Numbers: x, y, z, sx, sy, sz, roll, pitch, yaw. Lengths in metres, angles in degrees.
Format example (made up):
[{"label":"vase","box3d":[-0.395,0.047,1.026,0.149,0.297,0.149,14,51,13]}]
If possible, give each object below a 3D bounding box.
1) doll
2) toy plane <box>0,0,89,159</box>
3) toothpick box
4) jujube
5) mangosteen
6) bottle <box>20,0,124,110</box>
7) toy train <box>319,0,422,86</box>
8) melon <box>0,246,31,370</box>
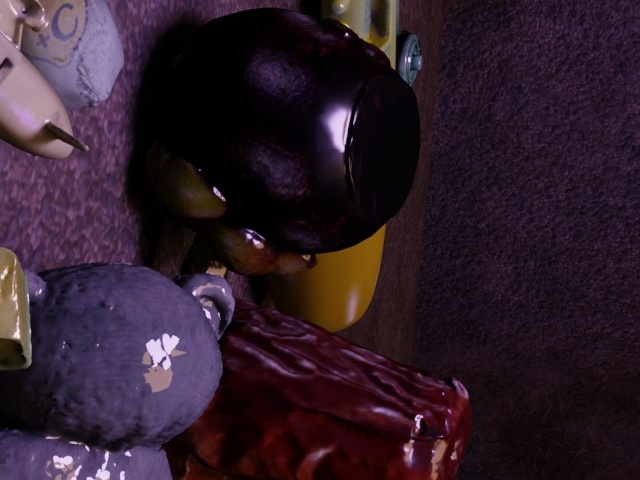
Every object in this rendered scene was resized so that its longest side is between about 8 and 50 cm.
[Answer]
[{"label":"doll","box3d":[-0.204,0.165,0.761,0.245,0.158,0.340,13,103,-46]},{"label":"toy plane","box3d":[-0.197,-0.108,0.544,0.229,0.092,0.244,-55,143,-12]},{"label":"toothpick box","box3d":[0.000,0.000,1.371,0.271,0.175,0.175,88,17,-50]},{"label":"jujube","box3d":[-0.037,0.163,0.938,0.216,0.342,0.216,5,90,-79]},{"label":"mangosteen","box3d":[-0.037,-0.081,1.012,0.287,0.233,0.288,10,90,-71]},{"label":"bottle","box3d":[-0.192,-0.187,0.610,0.270,0.083,0.083,73,29,-53]},{"label":"toy train","box3d":[0.052,-0.318,1.442,0.237,0.150,0.369,-54,150,-50]},{"label":"melon","box3d":[-0.226,0.015,0.548,0.209,0.118,0.064,99,-8,-68]}]
